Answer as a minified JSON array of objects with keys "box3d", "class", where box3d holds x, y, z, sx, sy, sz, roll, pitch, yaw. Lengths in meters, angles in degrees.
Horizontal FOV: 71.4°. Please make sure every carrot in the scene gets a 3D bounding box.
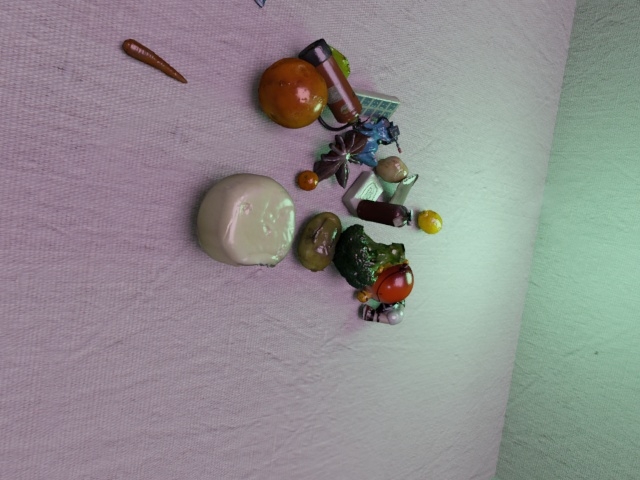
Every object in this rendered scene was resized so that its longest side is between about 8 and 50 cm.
[{"box3d":[-0.489,-0.531,1.337,0.216,0.048,0.048,23,84,-45],"class":"carrot"}]

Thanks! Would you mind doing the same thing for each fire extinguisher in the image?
[{"box3d":[0.273,-0.111,1.820,0.105,0.269,0.104,-13,110,-39],"class":"fire extinguisher"},{"box3d":[0.044,-0.551,1.675,0.113,0.200,0.376,-48,120,-20],"class":"fire extinguisher"}]

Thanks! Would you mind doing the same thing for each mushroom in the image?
[{"box3d":[0.319,-0.317,1.982,0.148,0.148,0.112,35,58,-38],"class":"mushroom"}]

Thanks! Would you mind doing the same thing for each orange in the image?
[{"box3d":[-0.096,-0.505,1.540,0.240,0.240,0.240,-9,104,-38],"class":"orange"},{"box3d":[-0.049,-0.232,1.731,0.083,0.083,0.083,-9,104,-38],"class":"orange"}]

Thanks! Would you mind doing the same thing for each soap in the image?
[{"box3d":[0.185,-0.201,1.946,0.183,0.064,0.121,-52,129,-19],"class":"soap"}]

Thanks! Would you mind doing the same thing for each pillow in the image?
[{"box3d":[0.366,-0.210,2.040,0.131,0.038,0.232,-21,150,-31],"class":"pillow"}]

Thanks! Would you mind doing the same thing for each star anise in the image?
[{"box3d":[0.075,-0.328,1.770,0.198,0.110,0.257,11,114,-44],"class":"star anise"}]

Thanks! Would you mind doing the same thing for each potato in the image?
[{"box3d":[0.000,0.000,1.777,0.248,0.143,0.169,-64,152,-16],"class":"potato"}]

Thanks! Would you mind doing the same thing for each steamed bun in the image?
[{"box3d":[-0.255,-0.070,1.498,0.334,0.233,0.312,17,86,-49],"class":"steamed bun"}]

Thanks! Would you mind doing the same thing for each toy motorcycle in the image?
[{"box3d":[0.229,-0.417,1.902,0.272,0.123,0.182,-30,103,-27],"class":"toy motorcycle"}]

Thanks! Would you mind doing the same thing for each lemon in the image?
[{"box3d":[0.549,-0.095,2.237,0.155,0.114,0.114,44,71,-35],"class":"lemon"}]

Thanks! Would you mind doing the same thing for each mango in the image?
[{"box3d":[0.034,-0.673,1.703,0.119,0.100,0.178,-50,120,-7],"class":"mango"}]

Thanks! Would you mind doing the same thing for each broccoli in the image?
[{"box3d":[0.193,0.065,1.864,0.297,0.297,0.297,-2,102,-3],"class":"broccoli"}]

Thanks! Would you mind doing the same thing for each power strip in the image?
[{"box3d":[0.183,-0.568,1.849,0.367,0.106,0.043,-4,57,-39],"class":"power strip"}]

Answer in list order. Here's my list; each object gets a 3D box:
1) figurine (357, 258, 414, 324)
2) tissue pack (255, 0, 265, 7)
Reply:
[{"box3d":[0.322,0.223,2.056,0.320,0.196,0.323,-14,117,-31],"class":"figurine"},{"box3d":[-0.194,-0.879,1.522,0.085,0.028,0.138,37,79,-35],"class":"tissue pack"}]
